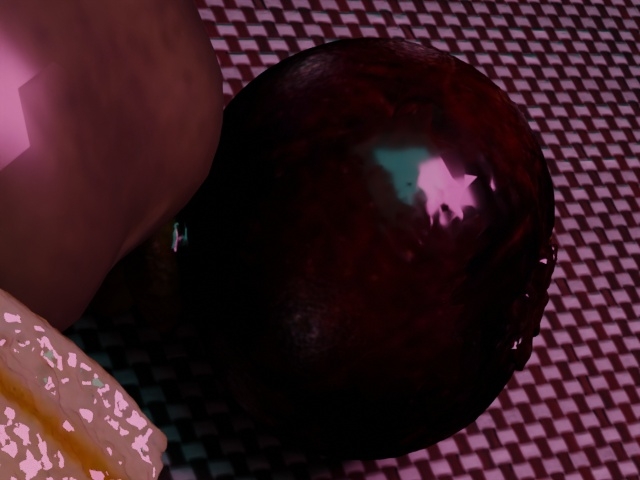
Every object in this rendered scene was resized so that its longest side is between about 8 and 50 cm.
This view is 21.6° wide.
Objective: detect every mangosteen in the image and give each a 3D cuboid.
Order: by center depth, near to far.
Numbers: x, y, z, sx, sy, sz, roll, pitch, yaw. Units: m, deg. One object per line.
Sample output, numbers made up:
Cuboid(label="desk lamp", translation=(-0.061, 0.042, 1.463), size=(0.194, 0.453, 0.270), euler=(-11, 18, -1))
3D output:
Cuboid(label="mangosteen", translation=(0.019, 0.000, 1.153), size=(0.293, 0.297, 0.297), euler=(26, 33, 34))

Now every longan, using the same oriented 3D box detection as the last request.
Cuboid(label="longan", translation=(-0.256, -0.082, 0.974), size=(0.405, 0.336, 0.404), euler=(14, 38, -11))

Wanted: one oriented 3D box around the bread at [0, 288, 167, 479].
Cuboid(label="bread", translation=(-0.191, 0.190, 0.769), size=(0.264, 0.239, 0.395), euler=(28, 54, -49))
